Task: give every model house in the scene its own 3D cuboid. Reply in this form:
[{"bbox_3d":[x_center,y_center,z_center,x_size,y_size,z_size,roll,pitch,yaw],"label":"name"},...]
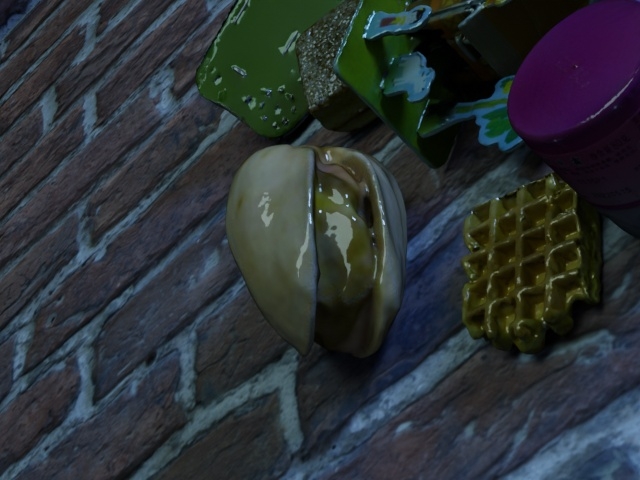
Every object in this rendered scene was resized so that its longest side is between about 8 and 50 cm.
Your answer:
[{"bbox_3d":[-0.039,-0.315,2.000,0.207,0.154,0.294,35,99,15],"label":"model house"},{"bbox_3d":[0.226,-0.284,1.489,0.313,0.242,0.358,-8,51,47],"label":"model house"}]

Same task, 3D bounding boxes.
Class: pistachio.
[{"bbox_3d":[0.000,0.000,1.515,0.321,0.229,0.238,-105,16,-47],"label":"pistachio"}]

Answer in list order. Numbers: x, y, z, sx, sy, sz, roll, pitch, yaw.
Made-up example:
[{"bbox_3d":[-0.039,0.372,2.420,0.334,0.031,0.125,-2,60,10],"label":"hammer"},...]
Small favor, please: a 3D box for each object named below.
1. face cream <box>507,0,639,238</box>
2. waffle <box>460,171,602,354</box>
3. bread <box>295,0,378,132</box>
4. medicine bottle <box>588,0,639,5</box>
[{"bbox_3d":[0.310,-0.117,1.234,0.175,0.195,0.175,-34,34,27],"label":"face cream"},{"bbox_3d":[0.224,0.032,1.334,0.160,0.055,0.211,-25,41,37],"label":"waffle"},{"bbox_3d":[0.084,-0.279,1.788,0.234,0.110,0.184,-32,44,22],"label":"bread"},{"bbox_3d":[0.396,-0.302,1.382,0.203,0.083,0.083,-40,28,-15],"label":"medicine bottle"}]
